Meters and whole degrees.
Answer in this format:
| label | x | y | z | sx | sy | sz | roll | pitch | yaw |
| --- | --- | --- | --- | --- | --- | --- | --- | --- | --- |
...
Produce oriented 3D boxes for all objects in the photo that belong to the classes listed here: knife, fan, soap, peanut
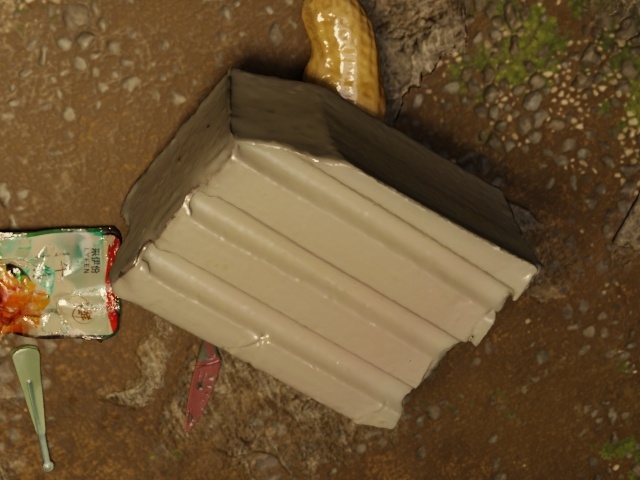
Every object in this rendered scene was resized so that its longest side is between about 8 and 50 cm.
| label | x | y | z | sx | sy | sz | roll | pitch | yaw |
| --- | --- | --- | --- | --- | --- | --- | --- | --- | --- |
| knife | -0.157 | 0.164 | 1.664 | 0.035 | 0.018 | 0.247 | 9 | 109 | -20 |
| fan | -0.392 | 0.234 | 1.626 | 0.038 | 0.016 | 0.193 | -12 | 111 | -13 |
| soap | 0.000 | 0.000 | 1.497 | 0.435 | 0.213 | 0.350 | 28 | 123 | -21 |
| peanut | 0.027 | -0.227 | 1.531 | 0.108 | 0.095 | 0.226 | -13 | 111 | -14 |

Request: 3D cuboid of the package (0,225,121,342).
| label | x | y | z | sx | sy | sz | roll | pitch | yaw |
| --- | --- | --- | --- | --- | --- | --- | --- | --- | --- |
| package | -0.380 | 0.061 | 1.558 | 0.232 | 0.040 | 0.166 | 1 | 108 | -16 |
